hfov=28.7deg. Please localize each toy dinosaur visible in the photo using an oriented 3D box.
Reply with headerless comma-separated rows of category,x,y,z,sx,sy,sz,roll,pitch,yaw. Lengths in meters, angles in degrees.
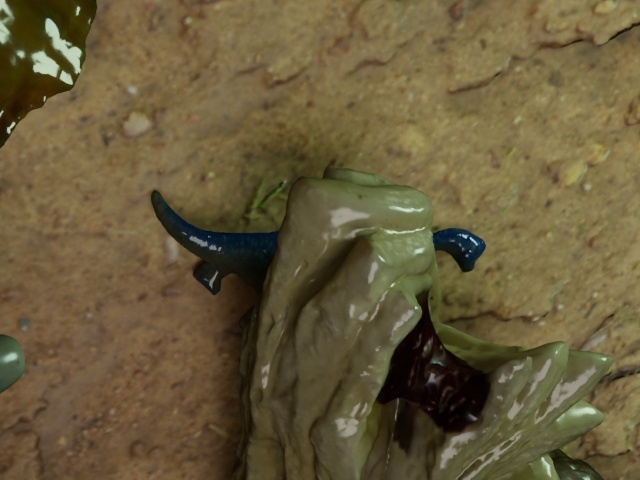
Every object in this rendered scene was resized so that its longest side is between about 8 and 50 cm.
toy dinosaur,0.000,0.000,0.977,0.188,0.075,0.247,-47,118,-2

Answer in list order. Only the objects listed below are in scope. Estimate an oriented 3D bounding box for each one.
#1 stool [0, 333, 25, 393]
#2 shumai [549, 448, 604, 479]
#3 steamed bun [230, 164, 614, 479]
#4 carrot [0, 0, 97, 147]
stool,-0.321,0.124,0.813,0.198,0.195,0.195,-18,126,-40
shumai,0.188,0.356,1.139,0.283,0.217,0.346,-30,126,-4
steamed bun,0.073,0.152,0.963,0.247,0.189,0.428,-17,133,-37
carrot,-0.291,-0.156,0.665,0.241,0.241,0.340,-43,124,5
